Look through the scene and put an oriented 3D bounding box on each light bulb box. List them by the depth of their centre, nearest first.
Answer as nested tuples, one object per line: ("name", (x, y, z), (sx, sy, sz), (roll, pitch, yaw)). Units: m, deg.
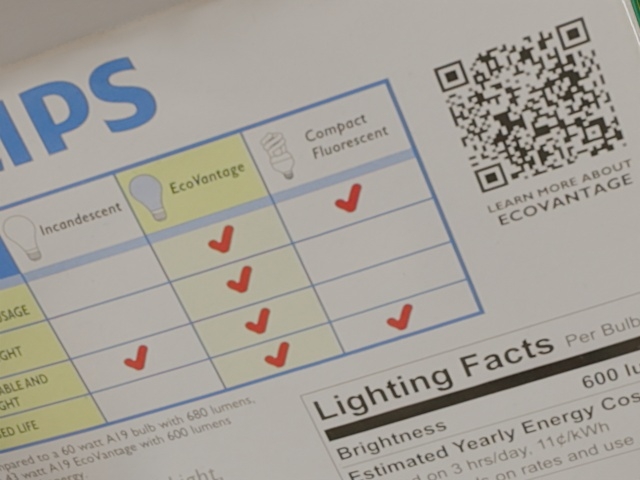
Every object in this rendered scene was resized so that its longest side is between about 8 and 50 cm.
("light bulb box", (0.000, 0.000, 0.819), (0.358, 0.225, 0.361), (-17, 120, 13))
